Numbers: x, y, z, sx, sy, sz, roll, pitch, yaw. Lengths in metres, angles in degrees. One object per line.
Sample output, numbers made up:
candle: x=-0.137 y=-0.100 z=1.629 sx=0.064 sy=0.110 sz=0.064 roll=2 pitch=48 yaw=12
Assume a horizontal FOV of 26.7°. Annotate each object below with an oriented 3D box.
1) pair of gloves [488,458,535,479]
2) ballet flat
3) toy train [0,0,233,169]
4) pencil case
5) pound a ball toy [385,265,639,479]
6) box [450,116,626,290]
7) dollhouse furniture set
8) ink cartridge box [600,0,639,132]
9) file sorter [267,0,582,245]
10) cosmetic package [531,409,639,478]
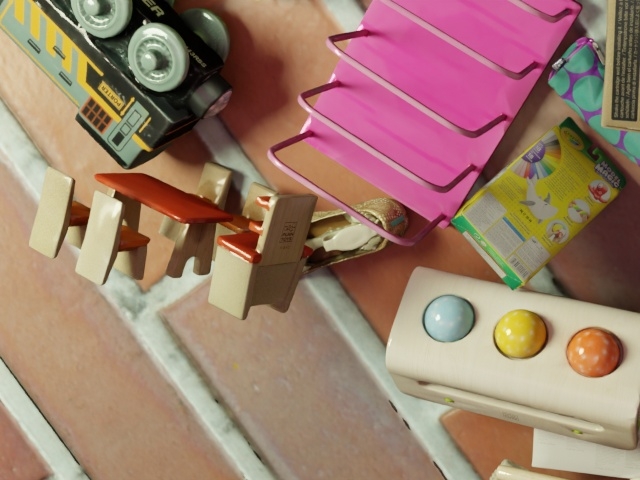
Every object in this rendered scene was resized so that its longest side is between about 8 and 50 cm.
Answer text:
pair of gloves: x=0.264 y=0.372 z=1.569 sx=0.204 sy=0.042 sz=0.240 roll=19 pitch=119 yaw=6
ballet flat: x=0.000 y=0.000 z=1.557 sx=0.206 sy=0.067 sz=0.073 roll=-21 pitch=97 yaw=21
toy train: x=-0.252 y=-0.239 z=1.546 sx=0.334 sy=0.142 sz=0.190 roll=45 pitch=121 yaw=3
pencil case: x=0.312 y=-0.146 z=1.428 sx=0.151 sy=0.064 sz=0.070 roll=43 pitch=132 yaw=3
pound a ball toy: x=0.227 y=0.157 z=1.424 sx=0.319 sy=0.136 sz=0.208 roll=13 pitch=66 yaw=21
box: x=0.238 y=-0.043 z=1.450 sx=0.179 sy=0.043 sz=0.105 roll=-41 pitch=88 yaw=-17
dollhouse furniture set: x=-0.133 y=-0.027 z=1.457 sx=0.259 sy=0.262 sz=0.135 roll=25 pitch=109 yaw=33
ink cartridge box: x=0.329 y=-0.235 z=1.290 sx=0.088 sy=0.235 sz=0.193 roll=6 pitch=120 yaw=17
file sorter: x=0.105 y=-0.167 z=1.423 sx=0.202 sy=0.182 sz=0.291 roll=33 pitch=110 yaw=8
cosmetic package: x=0.360 y=0.211 z=1.502 sx=0.239 sy=0.060 sz=0.099 roll=5 pitch=106 yaw=16
